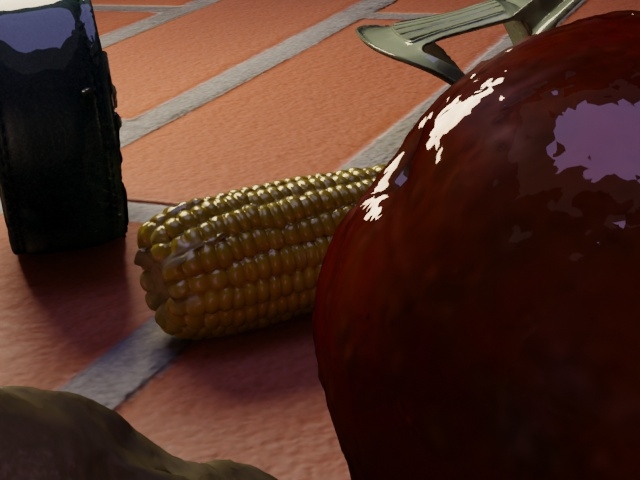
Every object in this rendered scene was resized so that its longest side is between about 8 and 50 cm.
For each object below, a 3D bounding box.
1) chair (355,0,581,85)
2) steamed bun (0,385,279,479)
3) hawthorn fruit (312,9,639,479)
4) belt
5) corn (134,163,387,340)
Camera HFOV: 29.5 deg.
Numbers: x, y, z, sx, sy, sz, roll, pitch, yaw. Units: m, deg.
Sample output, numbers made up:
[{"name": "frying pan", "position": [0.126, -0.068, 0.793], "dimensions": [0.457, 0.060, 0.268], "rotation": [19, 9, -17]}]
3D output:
[{"name": "chair", "position": [0.199, -0.193, 1.154], "dimensions": [0.275, 0.190, 0.203], "rotation": [-33, 21, 4]}, {"name": "steamed bun", "position": [-0.095, 0.136, 0.421], "dimensions": [0.212, 0.231, 0.110], "rotation": [3, 60, -25]}, {"name": "hawthorn fruit", "position": [0.131, 0.050, 0.451], "dimensions": [0.284, 0.284, 0.284], "rotation": [-3, 21, 1]}, {"name": "belt", "position": [-0.213, -0.097, 0.935], "dimensions": [0.116, 0.206, 0.267], "rotation": [-9, 12, -12]}, {"name": "corn", "position": [0.000, 0.000, 0.803], "dimensions": [0.244, 0.093, 0.093], "rotation": [-14, 24, -23]}]
